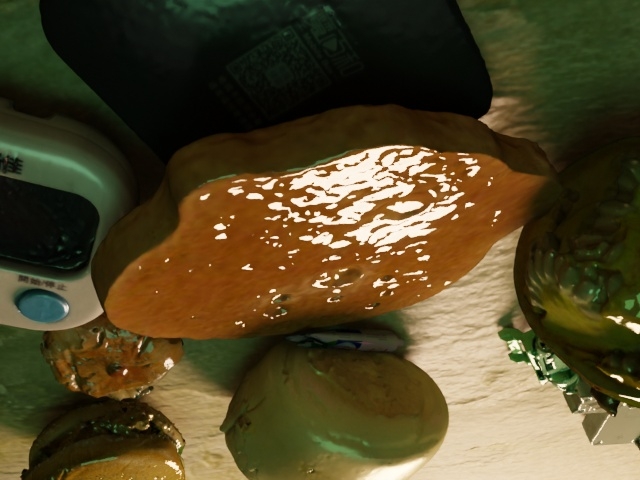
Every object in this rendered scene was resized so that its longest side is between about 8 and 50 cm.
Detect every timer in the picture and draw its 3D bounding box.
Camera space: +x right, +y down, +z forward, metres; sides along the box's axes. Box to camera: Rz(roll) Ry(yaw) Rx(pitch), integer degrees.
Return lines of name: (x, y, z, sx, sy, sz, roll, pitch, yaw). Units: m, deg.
timer: (-0.304, -0.026, 0.641, 0.262, 0.087, 0.237, 15, 127, -16)

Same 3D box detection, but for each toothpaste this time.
toothpaste: (0.036, 0.116, 0.826, 0.170, 0.028, 0.045, 9, 166, -38)

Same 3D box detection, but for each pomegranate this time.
pomegranate: (0.335, 0.001, 0.652, 0.260, 0.260, 0.341, 31, 97, -30)

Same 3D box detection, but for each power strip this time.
power strip: (0.414, 0.214, 0.965, 0.145, 0.061, 0.216, -1, 131, -8)

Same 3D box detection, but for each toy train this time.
toy train: (0.308, 0.126, 0.867, 0.149, 0.081, 0.099, -27, 129, 9)

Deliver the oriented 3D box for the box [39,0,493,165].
box: (-0.032, -0.154, 0.572, 0.289, 0.073, 0.290, -28, 130, 18)

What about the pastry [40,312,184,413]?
pastry: (-0.231, 0.116, 0.786, 0.153, 0.081, 0.153, 2, 126, 2)

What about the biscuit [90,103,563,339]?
biscuit: (-0.001, -0.002, 0.643, 0.385, 0.062, 0.365, 0, 152, -31)

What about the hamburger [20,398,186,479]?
hamburger: (-0.270, 0.281, 0.904, 0.215, 0.122, 0.189, -41, 131, 22)

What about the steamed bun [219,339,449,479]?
steamed bun: (0.022, 0.249, 0.878, 0.273, 0.166, 0.232, 21, 125, -23)
